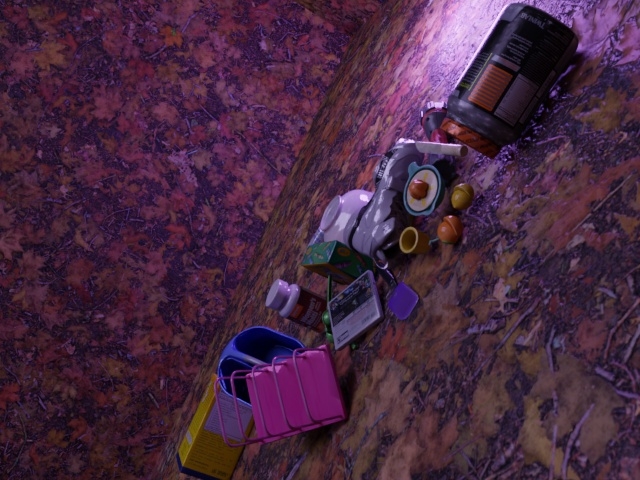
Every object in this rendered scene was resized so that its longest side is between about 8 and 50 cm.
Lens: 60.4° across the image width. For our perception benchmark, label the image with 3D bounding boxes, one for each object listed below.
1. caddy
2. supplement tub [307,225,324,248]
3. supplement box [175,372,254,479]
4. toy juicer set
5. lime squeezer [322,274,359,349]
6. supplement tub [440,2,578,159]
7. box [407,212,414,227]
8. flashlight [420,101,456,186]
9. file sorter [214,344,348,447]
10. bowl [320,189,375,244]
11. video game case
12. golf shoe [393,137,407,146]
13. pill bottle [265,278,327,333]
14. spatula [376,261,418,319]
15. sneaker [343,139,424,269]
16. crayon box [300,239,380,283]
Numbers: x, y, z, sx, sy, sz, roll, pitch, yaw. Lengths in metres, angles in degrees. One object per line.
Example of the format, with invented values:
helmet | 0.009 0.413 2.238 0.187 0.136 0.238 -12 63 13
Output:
caddy | -0.163 0.408 1.710 0.341 0.179 0.241 13 64 35
supplement tub | 0.000 0.000 2.287 0.107 0.071 0.071 -58 17 18
supplement box | -0.396 0.735 2.156 0.357 0.194 0.195 -66 16 -11
toy juicer set | 0.289 -0.135 1.395 0.209 0.089 0.329 -15 66 54
lime squeezer | 0.042 0.248 1.717 0.310 0.058 0.110 -109 23 -49
supplement tub | 0.426 -0.362 1.280 0.316 0.193 0.194 -59 16 15
box | 0.249 -0.086 1.685 0.109 0.042 0.178 -27 41 64
flashlight | 0.345 -0.292 1.600 0.103 0.103 0.304 -50 19 37
file sorter | -0.115 0.418 1.468 0.290 0.182 0.202 -26 67 25
bowl | 0.090 -0.072 2.001 0.298 0.134 0.298 -54 19 28
video game case | 0.099 0.206 1.617 0.190 0.022 0.173 -43 38 30
golf shoe | 0.293 -0.276 1.814 0.094 0.077 0.198 -35 37 38
pill bottle | -0.066 0.221 1.869 0.121 0.221 0.121 -55 18 28
spatula | 0.199 0.125 1.529 0.084 0.030 0.296 -62 16 13
sneaker | 0.218 -0.094 1.548 0.366 0.137 0.210 -60 35 11
crayon box | 0.059 0.076 1.804 0.081 0.165 0.278 -67 16 -12
